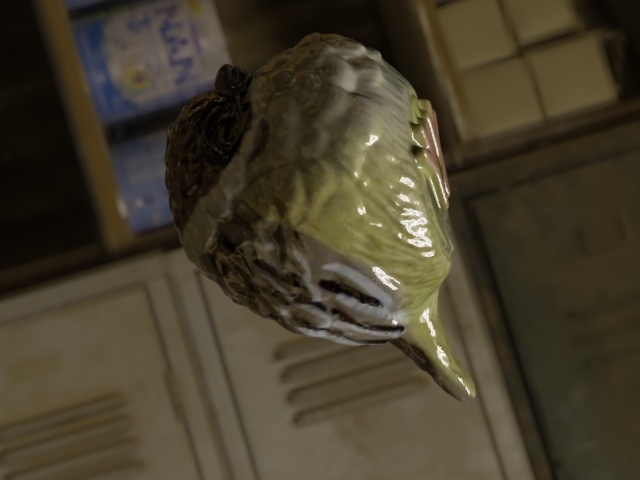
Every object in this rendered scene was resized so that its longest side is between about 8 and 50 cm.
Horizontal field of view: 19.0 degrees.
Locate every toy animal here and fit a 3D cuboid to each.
[{"bbox_3d":[0.000,0.000,0.646,0.098,0.098,0.137,-114,-173,-72],"label":"toy animal"}]
